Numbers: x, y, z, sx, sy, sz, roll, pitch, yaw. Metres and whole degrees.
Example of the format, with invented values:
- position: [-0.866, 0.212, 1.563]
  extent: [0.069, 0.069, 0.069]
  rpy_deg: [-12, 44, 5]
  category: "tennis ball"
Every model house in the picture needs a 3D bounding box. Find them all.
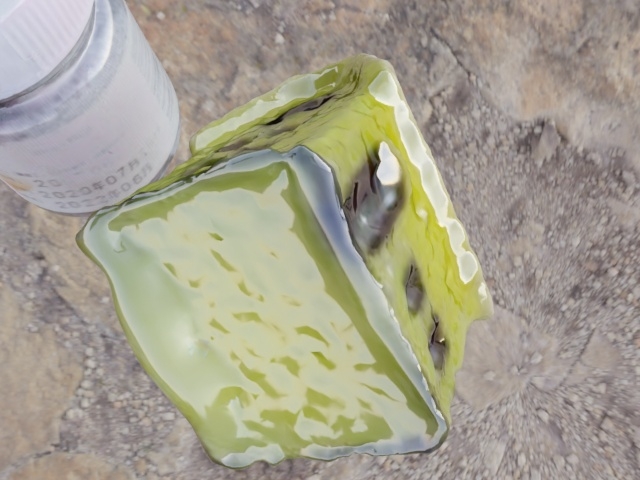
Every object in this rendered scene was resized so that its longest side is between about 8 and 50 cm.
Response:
- position: [0.000, 0.000, 0.572]
  extent: [0.175, 0.234, 0.193]
  rpy_deg: [-18, 111, 26]
  category: "model house"

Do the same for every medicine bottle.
- position: [-0.213, -0.133, 0.661]
  extent: [0.165, 0.273, 0.165]
  rpy_deg: [-3, 71, 8]
  category: "medicine bottle"
